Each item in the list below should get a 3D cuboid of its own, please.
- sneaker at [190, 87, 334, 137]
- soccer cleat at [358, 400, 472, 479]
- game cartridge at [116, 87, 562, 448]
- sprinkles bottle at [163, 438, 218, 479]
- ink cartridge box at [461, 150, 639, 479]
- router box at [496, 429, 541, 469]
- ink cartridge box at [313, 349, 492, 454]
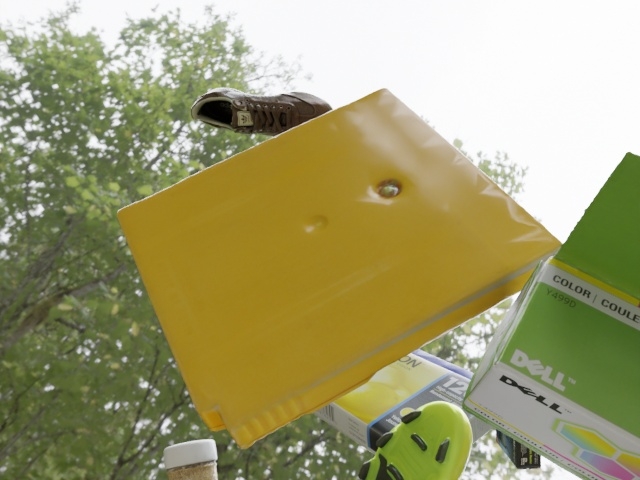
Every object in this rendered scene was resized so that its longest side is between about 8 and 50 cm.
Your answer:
[{"bbox_3d":[-0.077,-0.154,0.769,0.189,0.071,0.066,10,-61,22],"label":"sneaker"},{"bbox_3d":[0.094,0.297,0.611,0.121,0.093,0.289,16,-85,-32],"label":"soccer cleat"},{"bbox_3d":[0.000,0.000,0.562,0.324,0.285,0.052,-27,-40,-10],"label":"game cartridge"},{"bbox_3d":[-0.276,0.640,1.358,0.121,0.121,0.355,-23,-113,29],"label":"sprinkles bottle"},{"bbox_3d":[0.207,0.084,0.365,0.189,0.097,0.255,28,-21,17],"label":"ink cartridge box"},{"bbox_3d":[0.295,0.265,0.902,0.038,0.092,0.122,-4,-84,-3],"label":"router box"},{"bbox_3d":[0.171,0.279,1.115,0.304,0.307,0.072,17,-58,48],"label":"ink cartridge box"}]
